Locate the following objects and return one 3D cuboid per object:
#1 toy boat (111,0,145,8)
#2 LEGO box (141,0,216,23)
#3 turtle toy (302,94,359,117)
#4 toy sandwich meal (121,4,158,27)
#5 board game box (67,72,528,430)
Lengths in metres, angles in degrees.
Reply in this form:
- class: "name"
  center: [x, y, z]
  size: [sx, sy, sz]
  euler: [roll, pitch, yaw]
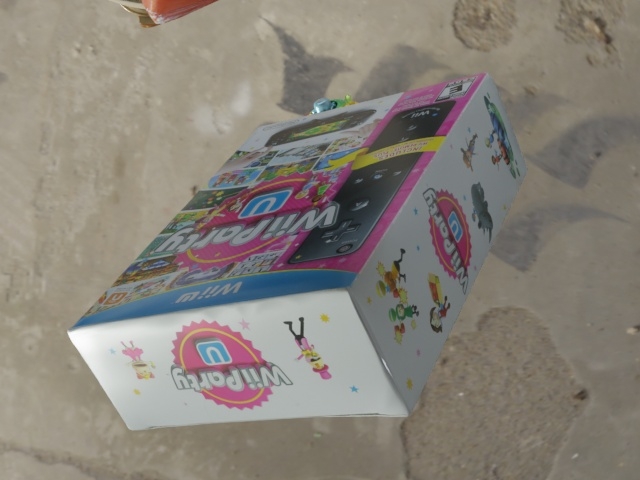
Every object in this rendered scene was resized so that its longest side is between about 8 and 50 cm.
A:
- class: "toy boat"
  center: [-0.101, -0.370, 0.987]
  size: [0.318, 0.148, 0.268]
  euler: [1, 81, -2]
- class: "LEGO box"
  center: [-0.049, -0.349, 0.291]
  size: [0.193, 0.500, 0.373]
  euler: [-27, 86, -13]
- class: "turtle toy"
  center: [0.002, -0.103, 1.059]
  size: [0.066, 0.095, 0.130]
  euler: [23, 84, 4]
- class: "toy sandwich meal"
  center: [-0.205, -0.294, 1.144]
  size: [0.085, 0.029, 0.086]
  euler: [3, 74, -9]
- class: "board game box"
  center: [0.000, 0.000, 0.703]
  size: [0.224, 0.303, 0.098]
  euler: [-10, 118, 31]
